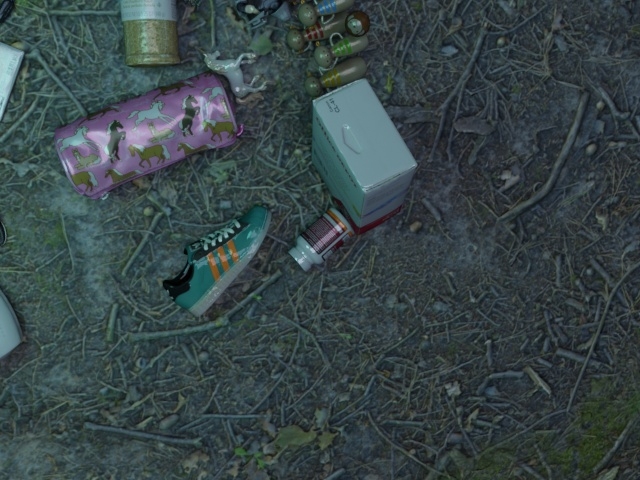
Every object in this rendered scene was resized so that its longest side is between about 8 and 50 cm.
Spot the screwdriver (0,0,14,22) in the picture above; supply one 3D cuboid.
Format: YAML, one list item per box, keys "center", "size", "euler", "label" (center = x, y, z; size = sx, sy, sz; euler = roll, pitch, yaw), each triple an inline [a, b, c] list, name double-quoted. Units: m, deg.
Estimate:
- center: [-0.627, -0.526, 1.521]
  size: [0.025, 0.024, 0.170]
  euler: [27, 91, -45]
  label: "screwdriver"

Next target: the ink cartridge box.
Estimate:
- center: [0.084, -0.169, 1.582]
  size: [0.131, 0.306, 0.226]
  euler: [-27, 77, -9]
  label: "ink cartridge box"

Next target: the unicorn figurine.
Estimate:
- center: [-0.189, -0.375, 1.636]
  size: [0.111, 0.060, 0.162]
  euler: [-25, 104, -9]
  label: "unicorn figurine"

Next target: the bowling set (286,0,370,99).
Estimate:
- center: [0.009, -0.465, 1.605]
  size: [0.154, 0.200, 0.287]
  euler: [-24, 101, -7]
  label: "bowling set"

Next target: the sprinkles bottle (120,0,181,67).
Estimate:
- center: [-0.362, -0.545, 1.532]
  size: [0.121, 0.121, 0.356]
  euler: [-5, 101, -13]
  label: "sprinkles bottle"

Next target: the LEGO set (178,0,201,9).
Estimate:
- center: [-0.287, -0.541, 1.606]
  size: [0.054, 0.023, 0.083]
  euler: [-10, 89, -14]
  label: "LEGO set"

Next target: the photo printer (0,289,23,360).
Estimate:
- center: [-0.814, 0.192, 1.554]
  size: [0.307, 0.107, 0.256]
  euler: [-32, 106, -7]
  label: "photo printer"

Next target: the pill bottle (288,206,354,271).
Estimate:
- center: [0.000, 0.000, 1.735]
  size: [0.152, 0.086, 0.086]
  euler: [-42, 106, -4]
  label: "pill bottle"

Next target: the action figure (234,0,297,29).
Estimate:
- center: [-0.140, -0.581, 1.571]
  size: [0.185, 0.099, 0.285]
  euler: [-34, 96, 20]
  label: "action figure"

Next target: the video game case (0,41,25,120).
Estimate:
- center: [-0.713, -0.348, 1.532]
  size: [0.143, 0.019, 0.157]
  euler: [20, 95, -16]
  label: "video game case"

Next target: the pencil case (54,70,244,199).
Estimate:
- center: [-0.361, -0.226, 1.570]
  size: [0.386, 0.160, 0.167]
  euler: [-24, 133, -9]
  label: "pencil case"

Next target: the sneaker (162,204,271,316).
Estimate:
- center: [-0.236, 0.027, 1.670]
  size: [0.121, 0.108, 0.302]
  euler: [38, 90, -21]
  label: "sneaker"

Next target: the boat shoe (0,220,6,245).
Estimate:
- center: [-0.710, -0.045, 1.575]
  size: [0.046, 0.038, 0.125]
  euler: [-15, 103, -11]
  label: "boat shoe"
